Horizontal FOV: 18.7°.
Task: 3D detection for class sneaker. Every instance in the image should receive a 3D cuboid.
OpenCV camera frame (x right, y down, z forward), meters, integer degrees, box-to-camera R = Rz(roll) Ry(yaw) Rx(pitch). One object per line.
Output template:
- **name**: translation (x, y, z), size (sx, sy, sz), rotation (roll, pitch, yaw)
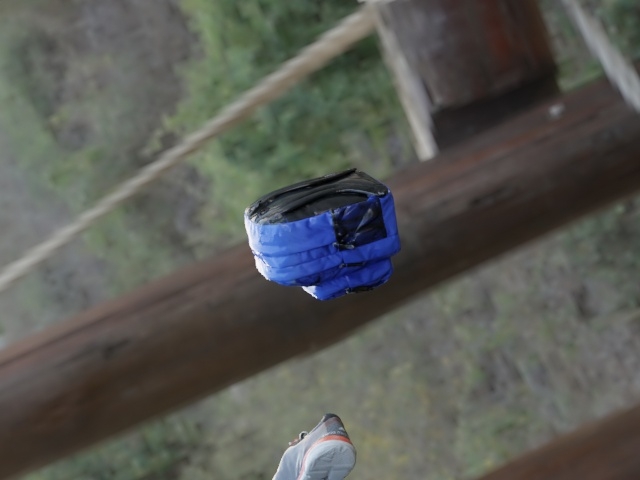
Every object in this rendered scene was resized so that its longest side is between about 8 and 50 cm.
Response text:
- **sneaker**: translation (-0.016, 0.231, 1.924), size (0.158, 0.061, 0.065), rotation (-48, 32, 31)

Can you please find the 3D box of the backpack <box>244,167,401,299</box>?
- **backpack**: translation (0.000, 0.000, 1.670), size (0.098, 0.120, 0.101), rotation (-153, 52, -71)
